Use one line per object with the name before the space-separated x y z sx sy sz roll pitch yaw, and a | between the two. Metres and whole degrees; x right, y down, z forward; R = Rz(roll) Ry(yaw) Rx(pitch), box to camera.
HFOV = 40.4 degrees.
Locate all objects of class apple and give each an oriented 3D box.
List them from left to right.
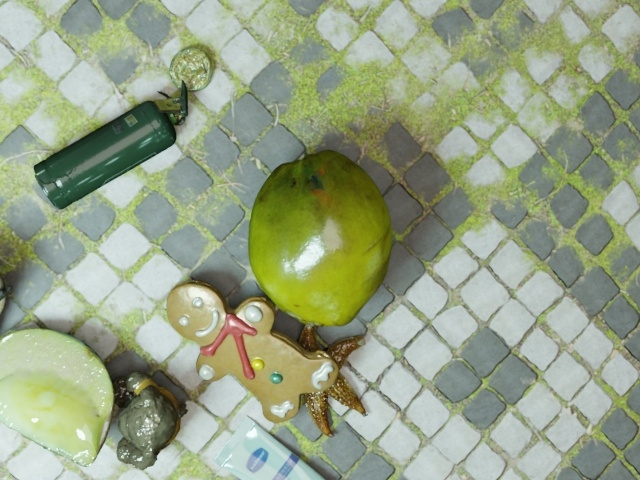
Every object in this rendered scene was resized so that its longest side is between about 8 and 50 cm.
apple | -0.473 0.267 1.570 0.265 0.120 0.193 24 82 10

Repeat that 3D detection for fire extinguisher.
fire extinguisher | -0.363 -0.178 1.575 0.311 0.095 0.114 -30 65 -5

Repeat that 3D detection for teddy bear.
teddy bear | -0.309 0.325 1.573 0.140 0.190 0.177 -4 86 -10

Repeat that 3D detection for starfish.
starfish | -0.005 0.275 1.693 0.240 0.043 0.227 -29 96 -1

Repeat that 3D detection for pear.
pear | 0.000 0.000 1.565 0.269 0.269 0.321 -8 96 -8

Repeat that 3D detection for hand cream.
hand cream | -0.050 0.481 1.704 0.321 0.067 0.109 37 89 -2

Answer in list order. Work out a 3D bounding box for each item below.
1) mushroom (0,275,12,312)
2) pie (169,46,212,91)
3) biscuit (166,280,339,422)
mushroom | -0.764 0.114 1.481 0.397 0.313 0.224 32 45 1
pie | -0.241 -0.319 1.619 0.084 0.021 0.084 -1 98 -7
biscuit | -0.147 0.203 1.619 0.340 0.047 0.216 42 111 -8
